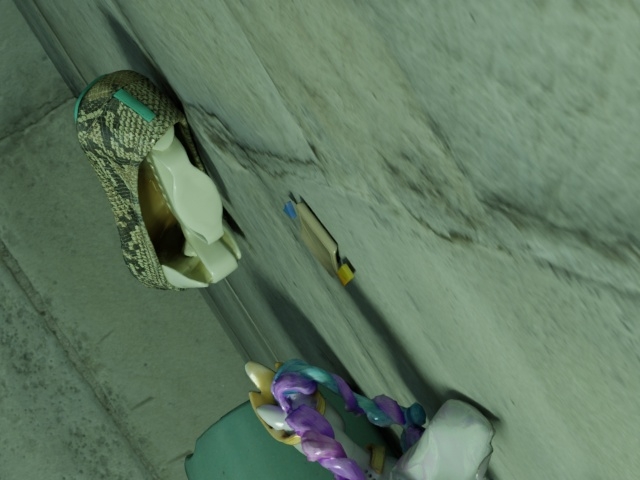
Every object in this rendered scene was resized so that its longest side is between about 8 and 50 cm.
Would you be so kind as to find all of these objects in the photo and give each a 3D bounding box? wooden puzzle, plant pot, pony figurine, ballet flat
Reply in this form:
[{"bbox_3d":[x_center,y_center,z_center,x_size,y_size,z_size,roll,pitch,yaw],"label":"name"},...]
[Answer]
[{"bbox_3d":[0.000,0.000,1.587,0.116,0.014,0.078,54,166,15],"label":"wooden puzzle"},{"bbox_3d":[0.000,0.382,2.022,0.334,0.341,0.341,60,174,25],"label":"plant pot"},{"bbox_3d":[0.077,0.284,1.510,0.363,0.303,0.351,44,-174,-24],"label":"pony figurine"},{"bbox_3d":[-0.196,-0.037,2.103,0.182,0.164,0.483,34,159,26],"label":"ballet flat"}]
